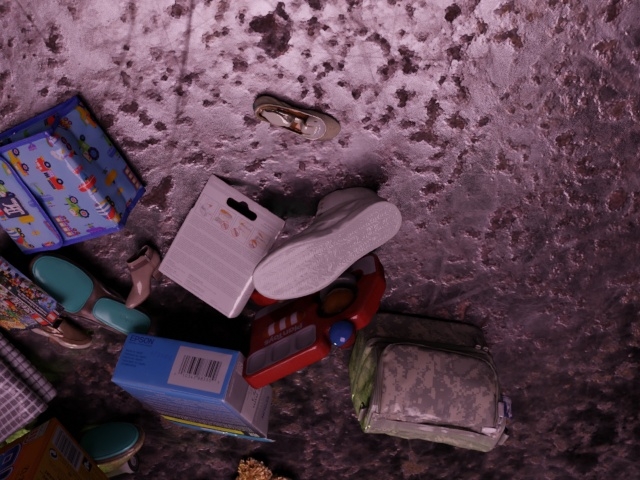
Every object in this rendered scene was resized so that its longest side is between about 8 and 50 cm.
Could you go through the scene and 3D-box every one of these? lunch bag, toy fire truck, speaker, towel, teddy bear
[{"bbox_3d":[0.221,0.310,1.574,0.305,0.256,0.213,10,121,-7],"label":"lunch bag"},{"bbox_3d":[-0.518,-0.101,1.404,0.293,0.138,0.221,-17,122,24],"label":"lunch bag"},{"bbox_3d":[-0.008,0.148,1.471,0.302,0.254,0.169,-26,119,15],"label":"toy fire truck"},{"bbox_3d":[-0.514,0.553,1.835,0.136,0.055,0.055,-20,120,11],"label":"speaker"},{"bbox_3d":[-0.751,0.341,1.642,0.283,0.121,0.235,-36,105,20],"label":"towel"},{"bbox_3d":[-0.195,0.680,1.886,0.338,0.113,0.245,-35,114,19],"label":"teddy bear"}]

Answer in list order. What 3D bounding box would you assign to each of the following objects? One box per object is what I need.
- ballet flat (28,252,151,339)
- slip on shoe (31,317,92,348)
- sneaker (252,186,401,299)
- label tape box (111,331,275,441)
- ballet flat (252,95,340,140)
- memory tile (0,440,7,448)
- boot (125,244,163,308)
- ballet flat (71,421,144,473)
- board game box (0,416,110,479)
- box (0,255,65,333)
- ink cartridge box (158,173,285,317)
[{"bbox_3d":[-0.473,0.119,1.536,0.280,0.096,0.095,40,77,-25],"label":"ballet flat"},{"bbox_3d":[-0.550,0.188,1.611,0.135,0.051,0.041,24,121,-6],"label":"slip on shoe"},{"bbox_3d":[0.000,0.000,1.423,0.292,0.169,0.108,-28,111,-3],"label":"sneaker"},{"bbox_3d":[-0.244,0.321,1.600,0.249,0.115,0.348,6,155,18],"label":"label tape box"},{"bbox_3d":[-0.044,-0.211,1.365,0.168,0.052,0.057,16,120,-11],"label":"ballet flat"},{"bbox_3d":[-0.775,0.521,1.791,0.012,0.113,0.148,-4,136,-53],"label":"memory tile"},{"bbox_3d":[-0.364,0.069,1.513,0.042,0.118,0.087,19,149,31],"label":"boot"},{"bbox_3d":[-0.552,0.507,1.774,0.348,0.123,0.123,-13,121,13],"label":"ballet flat"},{"bbox_3d":[-0.621,0.667,1.550,0.356,0.356,0.356,-31,109,5],"label":"board game box"},{"bbox_3d":[-0.623,0.112,1.495,0.233,0.044,0.159,-14,127,48],"label":"box"},{"bbox_3d":[-0.187,0.011,1.474,0.181,0.056,0.225,33,100,10],"label":"ink cartridge box"}]
